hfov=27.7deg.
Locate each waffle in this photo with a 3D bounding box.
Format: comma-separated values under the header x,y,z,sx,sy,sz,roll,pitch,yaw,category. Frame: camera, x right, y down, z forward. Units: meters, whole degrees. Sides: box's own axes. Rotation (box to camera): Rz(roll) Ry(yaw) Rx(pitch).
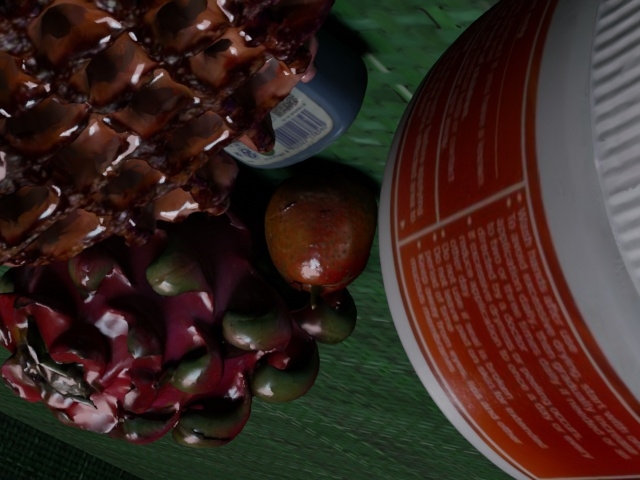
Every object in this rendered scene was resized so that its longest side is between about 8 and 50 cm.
x,y,z,sx,sy,sz,roll,pitch,yaw,category
-0.093,-0.063,0.507,0.221,0.055,0.234,-15,152,-31,waffle

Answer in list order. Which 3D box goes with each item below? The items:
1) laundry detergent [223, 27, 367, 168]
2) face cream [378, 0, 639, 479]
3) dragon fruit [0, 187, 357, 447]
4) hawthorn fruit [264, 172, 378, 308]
x,y,z,sx,sy,sz,roll,pitch,yaw,category
-0.077,-0.108,0.600,0.206,0.061,0.097,32,157,-32,laundry detergent
0.139,-0.014,0.406,0.201,0.201,0.187,25,162,-13,face cream
-0.089,0.052,0.870,0.273,0.198,0.218,31,151,-32,dragon fruit
0.001,-0.006,0.796,0.077,0.077,0.077,19,162,6,hawthorn fruit
